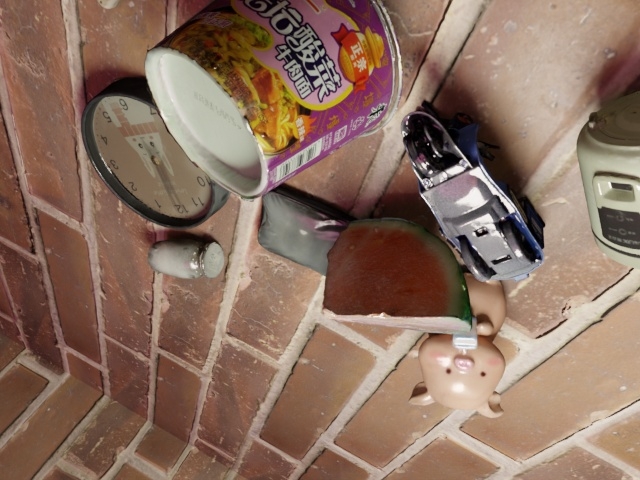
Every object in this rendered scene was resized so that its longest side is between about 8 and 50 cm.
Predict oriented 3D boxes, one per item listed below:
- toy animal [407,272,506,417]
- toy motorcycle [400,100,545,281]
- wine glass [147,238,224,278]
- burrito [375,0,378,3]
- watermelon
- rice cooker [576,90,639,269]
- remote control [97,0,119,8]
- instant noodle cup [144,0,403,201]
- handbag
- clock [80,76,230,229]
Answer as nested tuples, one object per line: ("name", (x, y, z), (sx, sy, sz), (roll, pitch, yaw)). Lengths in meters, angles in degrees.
("toy animal", (0.300, 0.212, 1.018), (0.195, 0.256, 0.213), (8, 148, 14))
("toy motorcycle", (0.251, -0.084, 0.811), (0.125, 0.212, 0.358), (-26, 116, 36))
("wine glass", (-0.371, 0.050, 1.346), (0.204, 0.111, 0.111), (2, 129, 24))
("burrito", (0.087, -0.459, 0.660), (0.117, 0.076, 0.392), (36, 135, 5))
("watermelon", (0.139, 0.058, 0.921), (0.292, 0.222, 0.319), (-3, 166, 22))
("rice cooker", (0.477, -0.079, 0.672), (0.226, 0.226, 0.244), (-8, 126, 35))
("remote control", (-0.428, -0.512, 0.934), (0.074, 0.032, 0.122), (-15, 120, 38))
("instant noodle cup", (-0.086, -0.239, 0.749), (0.340, 0.266, 0.340), (37, 153, 22))
("handbag", (0.003, 0.002, 1.124), (0.332, 0.075, 0.191), (25, 133, 12))
("clock", (-0.394, -0.193, 1.167), (0.386, 0.076, 0.386), (16, 134, 17))
